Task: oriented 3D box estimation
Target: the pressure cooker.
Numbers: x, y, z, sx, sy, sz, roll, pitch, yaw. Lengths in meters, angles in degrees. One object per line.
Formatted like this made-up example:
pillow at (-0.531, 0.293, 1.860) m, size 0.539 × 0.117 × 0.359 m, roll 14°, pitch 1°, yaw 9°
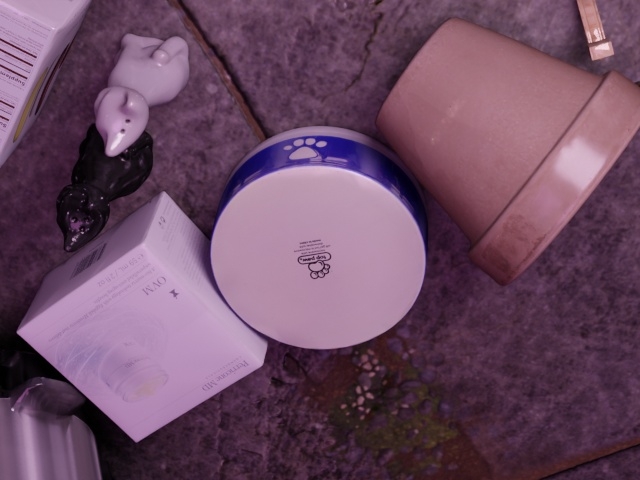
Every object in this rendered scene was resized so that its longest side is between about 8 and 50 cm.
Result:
pressure cooker at (-0.459, 0.356, 1.437) m, size 0.370 × 0.420 × 0.375 m, roll -12°, pitch 143°, yaw -10°

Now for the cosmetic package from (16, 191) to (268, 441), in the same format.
cosmetic package at (-0.218, 0.102, 1.409) m, size 0.224 × 0.138 × 0.224 m, roll -33°, pitch 114°, yaw 22°

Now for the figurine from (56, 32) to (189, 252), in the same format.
figurine at (-0.228, -0.114, 1.239) m, size 0.092 × 0.209 × 0.215 m, roll 23°, pitch 119°, yaw -9°

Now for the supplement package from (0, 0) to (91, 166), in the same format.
supplement package at (-0.363, -0.214, 1.200) m, size 0.149 × 0.194 × 0.203 m, roll 28°, pitch 119°, yaw -10°

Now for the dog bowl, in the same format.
dog bowl at (0.000, 0.000, 1.347) m, size 0.265 × 0.104 × 0.264 m, roll 2°, pitch 121°, yaw 4°

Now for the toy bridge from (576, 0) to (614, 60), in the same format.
toy bridge at (0.279, -0.284, 1.175) m, size 0.026 × 0.063 × 0.188 m, roll -14°, pitch 107°, yaw 12°

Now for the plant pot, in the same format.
plant pot at (0.189, -0.116, 1.199) m, size 0.229 × 0.263 × 0.263 m, roll 36°, pitch 118°, yaw 4°
